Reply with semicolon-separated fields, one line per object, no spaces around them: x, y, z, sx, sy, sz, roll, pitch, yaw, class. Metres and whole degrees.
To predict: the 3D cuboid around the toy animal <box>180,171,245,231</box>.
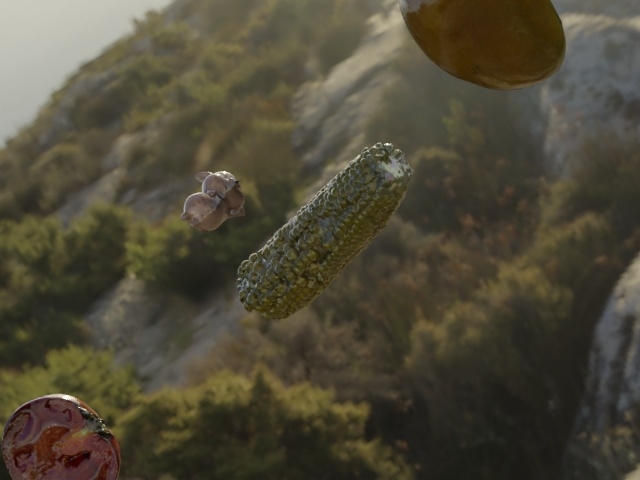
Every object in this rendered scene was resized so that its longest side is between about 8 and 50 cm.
-0.183;-0.066;2.283;0.089;0.083;0.150;-5;24;31;toy animal

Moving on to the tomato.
-0.334;0.269;1.769;0.139;0.159;0.091;-43;7;4;tomato

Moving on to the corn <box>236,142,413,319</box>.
0.000;0.000;1.434;0.288;0.086;0.086;-45;5;42;corn

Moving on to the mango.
0.198;-0.295;1.735;0.175;0.254;0.139;-23;22;24;mango
